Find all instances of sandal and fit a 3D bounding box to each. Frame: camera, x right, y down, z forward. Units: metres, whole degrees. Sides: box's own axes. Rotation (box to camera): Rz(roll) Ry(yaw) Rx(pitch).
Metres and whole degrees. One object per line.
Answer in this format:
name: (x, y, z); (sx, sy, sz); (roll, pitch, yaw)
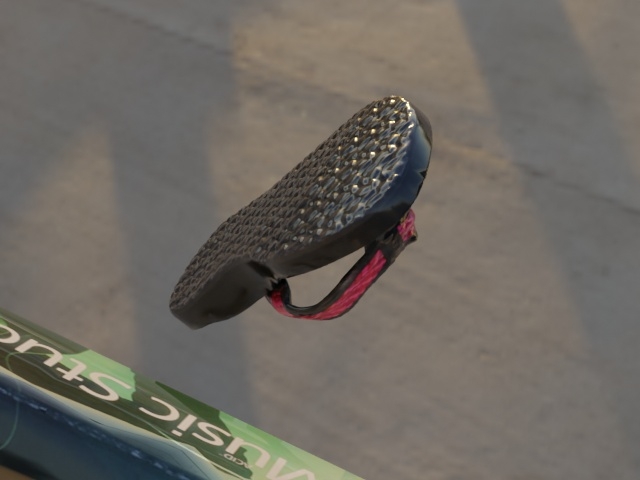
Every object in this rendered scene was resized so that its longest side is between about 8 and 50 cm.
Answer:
sandal: (0.000, 0.000, 0.607); (0.040, 0.179, 0.067); (39, 66, -10)

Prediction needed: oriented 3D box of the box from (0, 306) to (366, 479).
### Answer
box: (-0.126, 0.123, 0.467); (0.322, 0.232, 0.058); (24, 16, 5)
